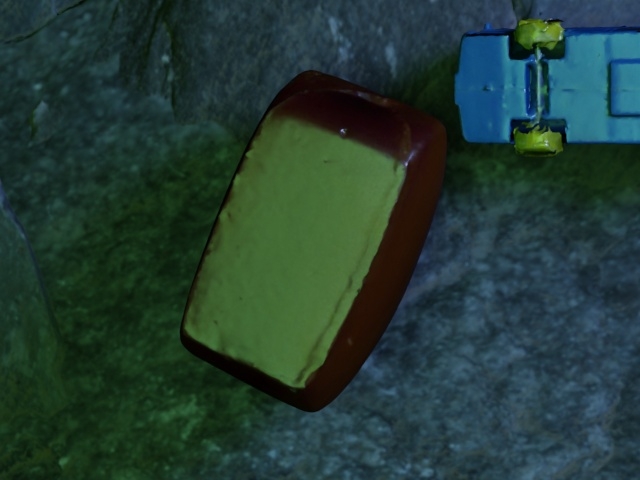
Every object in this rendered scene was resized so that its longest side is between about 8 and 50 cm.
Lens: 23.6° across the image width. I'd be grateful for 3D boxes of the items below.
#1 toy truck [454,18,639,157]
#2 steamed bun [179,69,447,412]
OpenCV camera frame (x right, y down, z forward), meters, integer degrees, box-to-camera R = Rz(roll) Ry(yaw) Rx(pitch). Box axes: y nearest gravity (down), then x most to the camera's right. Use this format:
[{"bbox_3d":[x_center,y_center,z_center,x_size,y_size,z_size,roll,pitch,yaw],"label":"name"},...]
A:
[{"bbox_3d":[0.351,-0.175,1.736,0.385,0.162,0.161,1,99,19],"label":"toy truck"},{"bbox_3d":[0.000,0.000,1.835,0.235,0.248,0.379,24,95,11],"label":"steamed bun"}]
